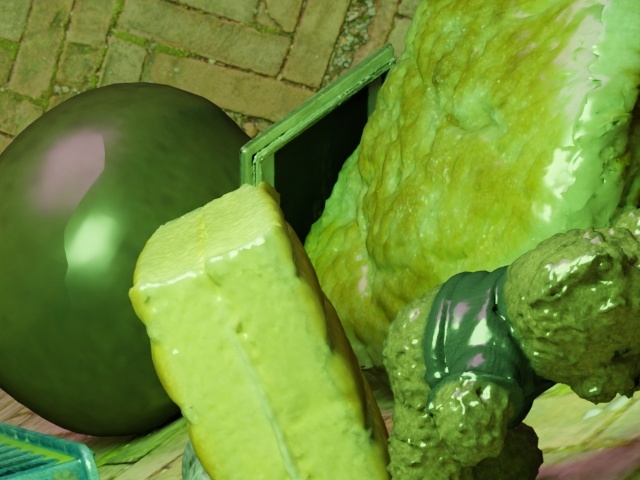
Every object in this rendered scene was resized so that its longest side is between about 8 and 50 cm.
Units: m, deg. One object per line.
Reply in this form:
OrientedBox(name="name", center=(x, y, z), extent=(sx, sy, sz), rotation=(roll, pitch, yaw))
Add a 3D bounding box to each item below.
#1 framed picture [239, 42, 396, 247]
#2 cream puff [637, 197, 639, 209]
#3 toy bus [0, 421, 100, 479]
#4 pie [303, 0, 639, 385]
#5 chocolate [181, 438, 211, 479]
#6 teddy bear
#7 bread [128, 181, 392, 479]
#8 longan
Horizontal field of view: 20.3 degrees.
OrientedBox(name="framed picture", center=(0.000, 0.000, 1.561), extent=(0.018, 0.293, 0.231), rotation=(22, 39, 26))
OrientedBox(name="cream puff", center=(0.273, -0.069, 1.484), extent=(0.119, 0.104, 0.133), rotation=(-50, 21, 25))
OrientedBox(name="toy bus", center=(-0.259, 0.226, 1.260), extent=(0.190, 0.152, 0.312), rotation=(-15, 3, -22))
OrientedBox(name="pie", center=(0.149, -0.063, 1.379), extent=(0.418, 0.180, 0.395), rotation=(-64, 22, -7))
OrientedBox(name="chocolate", center=(-0.068, 0.174, 1.319), extent=(0.072, 0.072, 0.167), rotation=(-29, 9, 1))
OrientedBox(name="teddy bear", center=(0.098, 0.073, 0.980), extent=(0.251, 0.129, 0.182), rotation=(-56, -3, 37))
OrientedBox(name="bread", center=(-0.028, 0.095, 1.140), extent=(0.111, 0.239, 0.246), rotation=(-23, 11, 1))
OrientedBox(name="longan", center=(-0.190, 0.022, 1.780), extent=(0.361, 0.361, 0.361), rotation=(-29, 9, 5))
